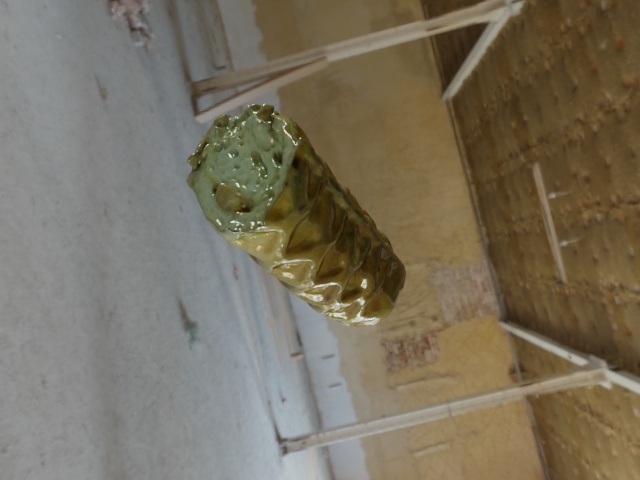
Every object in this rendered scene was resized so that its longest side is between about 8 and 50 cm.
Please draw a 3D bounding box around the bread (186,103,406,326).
[{"bbox_3d":[0.000,-0.001,0.496,0.098,0.087,0.269,59,9,32],"label":"bread"}]
